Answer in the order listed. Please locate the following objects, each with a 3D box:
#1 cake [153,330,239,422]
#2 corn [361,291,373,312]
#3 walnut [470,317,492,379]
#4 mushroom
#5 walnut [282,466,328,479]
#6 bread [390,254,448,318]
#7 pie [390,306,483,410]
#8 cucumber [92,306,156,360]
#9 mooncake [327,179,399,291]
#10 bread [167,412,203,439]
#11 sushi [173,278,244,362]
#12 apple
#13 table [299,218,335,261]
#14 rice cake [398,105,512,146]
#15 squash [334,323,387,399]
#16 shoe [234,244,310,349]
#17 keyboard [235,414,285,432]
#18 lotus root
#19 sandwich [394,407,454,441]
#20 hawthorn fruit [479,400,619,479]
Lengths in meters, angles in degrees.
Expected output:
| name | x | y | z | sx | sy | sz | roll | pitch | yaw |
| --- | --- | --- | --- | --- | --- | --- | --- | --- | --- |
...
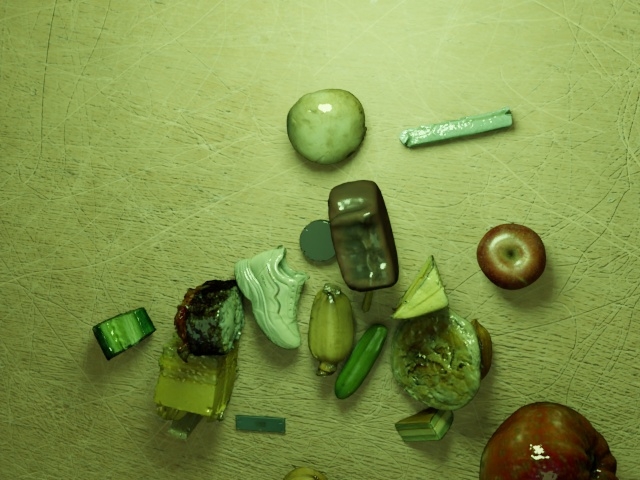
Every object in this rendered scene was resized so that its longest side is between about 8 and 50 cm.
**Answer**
| name | x | y | z | sx | sy | sz | roll | pitch | yaw |
| --- | --- | --- | --- | --- | --- | --- | --- | --- | --- |
| cake | -0.411 | 0.462 | 1.976 | 0.228 | 0.222 | 0.285 | 9 | 100 | 10 |
| corn | 0.152 | 0.197 | 1.937 | 0.027 | 0.028 | 0.083 | 13 | 97 | -9 |
| walnut | 0.477 | 0.344 | 1.864 | 0.116 | 0.116 | 0.207 | 4 | 99 | 9 |
| mushroom | 0.023 | -0.343 | 1.797 | 0.255 | 0.184 | 0.254 | -12 | 123 | -18 |
| walnut | -0.058 | 0.872 | 1.991 | 0.196 | 0.195 | 0.221 | 17 | 106 | 7 |
| bread | 0.280 | 0.143 | 1.797 | 0.178 | 0.240 | 0.135 | -20 | 94 | 12 |
| pie | 0.358 | 0.363 | 1.846 | 0.339 | 0.077 | 0.338 | 7 | 102 | 39 |
| cucumber | -0.660 | 0.310 | 2.025 | 0.191 | 0.191 | 0.130 | -24 | 96 | 12 |
| mooncake | 0.124 | 0.001 | 1.772 | 0.174 | 0.333 | 0.325 | -10 | 137 | 12 |
| bread | -0.450 | 0.590 | 2.038 | 0.077 | 0.152 | 0.105 | 18 | 106 | 6 |
| sushi | -0.345 | 0.250 | 1.872 | 0.182 | 0.343 | 0.196 | -11 | 107 | 10 |
| apple | 0.567 | 0.048 | 1.782 | 0.201 | 0.162 | 0.201 | -1 | 87 | 13 |
| table | 0.000 | 0.000 | 1.924 | 0.134 | 0.043 | 0.133 | 1 | 98 | 9 |
| rice cake | 0.403 | -0.335 | 1.794 | 0.337 | 0.066 | 0.062 | -11 | 88 | 10 |
| squash | 0.133 | 0.391 | 1.942 | 0.082 | 0.082 | 0.292 | 30 | 101 | 4 |
| shoe | -0.120 | 0.178 | 1.926 | 0.211 | 0.132 | 0.341 | -29 | 89 | 15 |
| keyboard | -0.208 | 0.635 | 2.071 | 0.176 | 0.014 | 0.055 | 1 | 99 | 10 |
| lotus root | 0.033 | 0.282 | 1.918 | 0.146 | 0.131 | 0.303 | 8 | 100 | 32 |
| sandwich | 0.344 | 0.600 | 1.972 | 0.163 | 0.113 | 0.079 | -26 | 95 | 47 |
| hawthorn fruit | 0.656 | 0.693 | 1.770 | 0.403 | 0.403 | 0.402 | 1 | 99 | 9 |
